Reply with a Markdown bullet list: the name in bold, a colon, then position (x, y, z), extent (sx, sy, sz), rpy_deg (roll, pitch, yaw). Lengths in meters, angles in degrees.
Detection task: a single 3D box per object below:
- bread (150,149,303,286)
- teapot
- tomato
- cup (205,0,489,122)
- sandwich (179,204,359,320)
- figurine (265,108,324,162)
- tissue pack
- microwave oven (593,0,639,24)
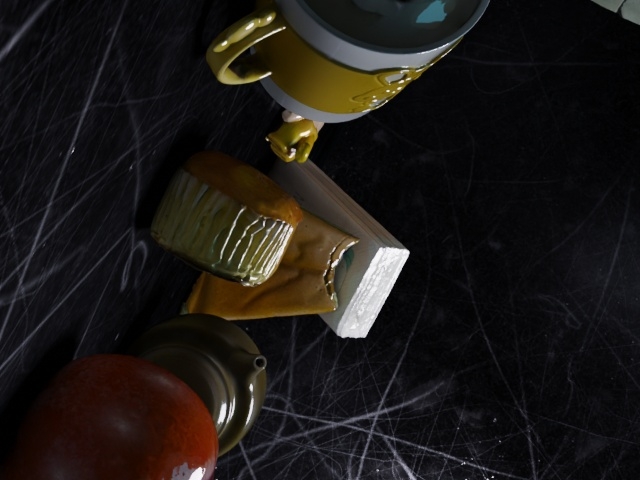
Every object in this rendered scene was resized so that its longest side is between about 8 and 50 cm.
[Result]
- **bread**: position (-0.090, -0.025, 1.203), extent (0.114, 0.132, 0.190), rpy_deg (-63, 180, 11)
- **teapot**: position (-0.182, 0.195, 1.503), extent (0.268, 0.185, 0.175), rpy_deg (-25, 179, 10)
- **tomato**: position (-0.194, 0.212, 1.130), extent (0.208, 0.184, 0.208), rpy_deg (-62, 180, -1)
- **cup**: position (0.006, -0.194, 1.019), extent (0.241, 0.185, 0.226), rpy_deg (-27, 173, -18)
- **sandwich**: position (-0.072, 0.061, 1.813), extent (0.245, 0.212, 0.063), rpy_deg (-61, 174, 10)
- **figurine**: position (0.021, -0.217, 1.751), extent (0.246, 0.131, 0.156), rpy_deg (-50, 162, -9)
- **tissue pack**: position (0.000, 0.000, 1.933), extent (0.325, 0.071, 0.170), rpy_deg (45, -62, 45)
- **microwave oven**: position (0.227, -0.404, 0.859), extent (0.394, 0.333, 0.247), rpy_deg (-59, 173, -12)
